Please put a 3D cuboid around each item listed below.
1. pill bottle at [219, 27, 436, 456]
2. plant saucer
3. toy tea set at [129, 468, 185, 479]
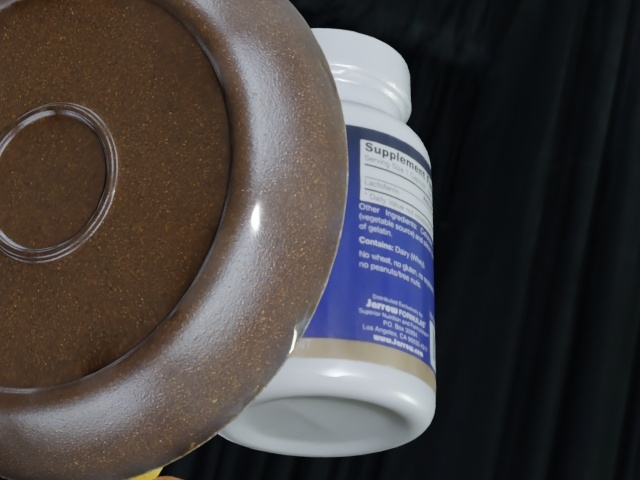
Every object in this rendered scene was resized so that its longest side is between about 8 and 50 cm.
[{"bbox_3d":[0.000,0.000,1.018,0.153,0.265,0.153,1,154,0],"label":"pill bottle"},{"bbox_3d":[-0.135,-0.026,0.810,0.310,0.311,0.050,4,167,26],"label":"plant saucer"},{"bbox_3d":[-0.093,0.234,0.919,0.124,0.200,0.336,39,180,-37],"label":"toy tea set"}]
